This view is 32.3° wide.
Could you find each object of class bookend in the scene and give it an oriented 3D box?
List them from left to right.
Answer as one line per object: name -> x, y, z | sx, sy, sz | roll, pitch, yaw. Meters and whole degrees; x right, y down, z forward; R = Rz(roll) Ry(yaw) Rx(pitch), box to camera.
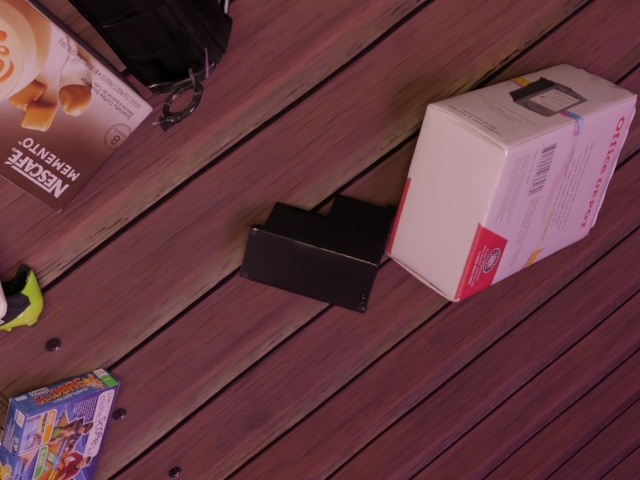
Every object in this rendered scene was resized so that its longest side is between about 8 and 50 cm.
bookend -> 0.000, 0.000, 1.347 | 0.157, 0.156, 0.072 | 16, 120, 3

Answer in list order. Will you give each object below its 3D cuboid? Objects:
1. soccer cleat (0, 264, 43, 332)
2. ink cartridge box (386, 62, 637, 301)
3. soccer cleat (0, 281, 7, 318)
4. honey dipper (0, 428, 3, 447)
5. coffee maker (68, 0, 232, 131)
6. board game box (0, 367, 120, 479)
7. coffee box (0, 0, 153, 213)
soccer cleat -> -0.373, 0.077, 1.140 | 0.179, 0.060, 0.072 | -23, 125, -32
ink cartridge box -> 0.246, -0.082, 1.408 | 0.306, 0.131, 0.226 | -23, 136, -44
soccer cleat -> -0.393, -0.027, 0.968 | 0.116, 0.143, 0.331 | -44, 139, -1
honey dipper -> -0.414, 0.194, 1.217 | 0.030, 0.030, 0.161 | -46, 137, 1
coffee maker -> -0.161, -0.225, 0.977 | 0.120, 0.171, 0.178 | -32, 138, 10
board game box -> -0.320, 0.256, 1.313 | 0.136, 0.035, 0.201 | -14, 132, -50
coffee box -> -0.288, -0.151, 0.985 | 0.141, 0.098, 0.246 | -46, 139, 2
